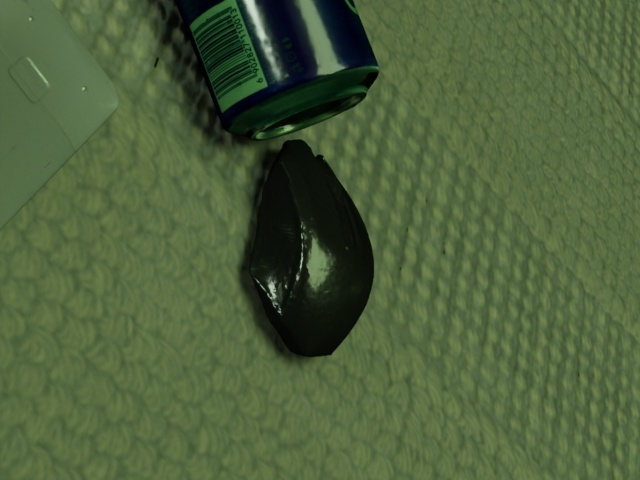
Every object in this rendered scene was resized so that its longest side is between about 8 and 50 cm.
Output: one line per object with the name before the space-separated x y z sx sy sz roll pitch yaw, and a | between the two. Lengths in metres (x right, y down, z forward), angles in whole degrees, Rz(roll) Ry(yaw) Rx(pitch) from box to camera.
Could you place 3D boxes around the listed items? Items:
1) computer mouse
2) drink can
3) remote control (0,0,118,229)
computer mouse | 0.000 0.000 0.953 0.099 0.057 0.172 34 45 -42
drink can | -0.044 -0.178 0.946 0.118 0.118 0.205 -16 85 -55
remote control | -0.198 -0.053 0.744 0.103 0.034 0.250 54 37 -18
